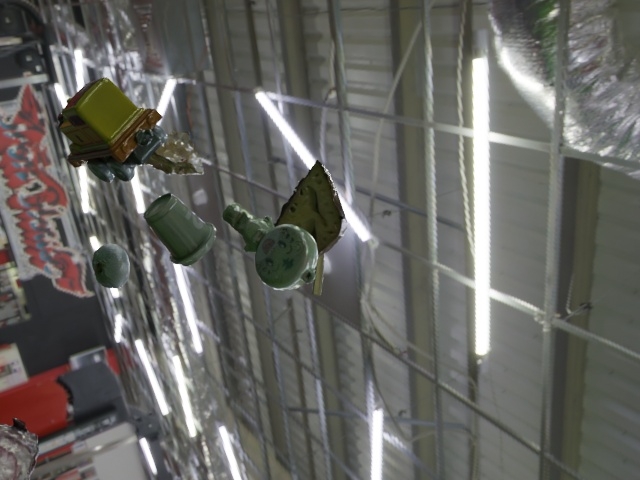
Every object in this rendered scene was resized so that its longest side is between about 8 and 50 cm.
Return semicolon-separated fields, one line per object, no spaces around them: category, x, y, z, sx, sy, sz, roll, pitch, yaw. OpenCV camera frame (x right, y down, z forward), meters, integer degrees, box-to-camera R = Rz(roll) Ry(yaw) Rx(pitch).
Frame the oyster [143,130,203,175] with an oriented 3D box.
oyster;-0.393;-0.212;1.512;0.107;0.233;0.161;-60;-153;19

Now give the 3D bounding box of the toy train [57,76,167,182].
toy train;-0.296;-0.151;0.874;0.219;0.089;0.127;4;-38;51

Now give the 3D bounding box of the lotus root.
lotus root;-0.023;-0.047;1.563;0.170;0.260;0.074;38;1;17

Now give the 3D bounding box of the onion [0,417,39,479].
onion;-0.828;0.573;1.512;0.314;0.280;0.146;-107;-141;-56

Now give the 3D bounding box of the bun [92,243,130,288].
bun;-0.624;0.078;1.873;0.141;0.083;0.140;13;-69;40

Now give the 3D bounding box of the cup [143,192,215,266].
cup;-0.304;-0.027;1.359;0.141;0.120;0.120;51;-18;-26

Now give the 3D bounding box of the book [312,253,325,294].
book;0.000;0.000;1.826;0.202;0.027;0.264;-96;-169;-75

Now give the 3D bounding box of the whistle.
whistle;-0.096;0.008;1.222;0.258;0.067;0.126;37;-85;32
